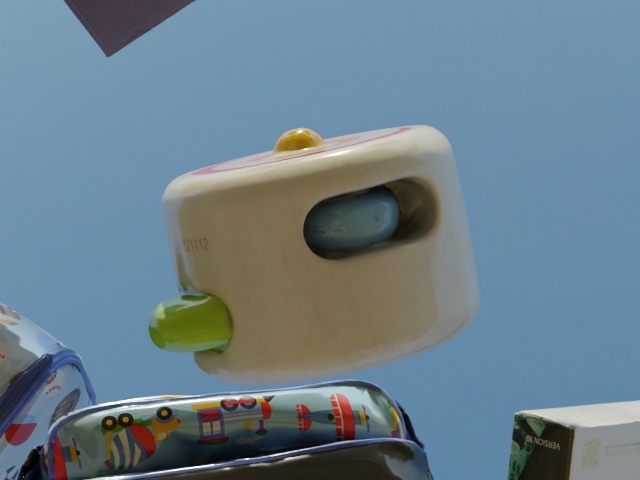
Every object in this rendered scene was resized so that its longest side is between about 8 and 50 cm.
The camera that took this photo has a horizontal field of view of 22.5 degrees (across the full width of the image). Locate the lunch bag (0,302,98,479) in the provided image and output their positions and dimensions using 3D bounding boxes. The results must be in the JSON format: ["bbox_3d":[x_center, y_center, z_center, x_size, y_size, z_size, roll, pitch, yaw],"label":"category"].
[{"bbox_3d":[-0.278,0.192,1.259,0.115,0.303,0.243,30,-111,11],"label":"lunch bag"}]

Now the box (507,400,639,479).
[{"bbox_3d":[0.211,0.276,1.146,0.058,0.232,0.322,8,-86,46],"label":"box"}]

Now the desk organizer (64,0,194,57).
[{"bbox_3d":[-0.079,-0.116,0.523,0.050,0.130,0.047,-33,-114,0],"label":"desk organizer"}]

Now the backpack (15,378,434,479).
[{"bbox_3d":[-0.034,0.143,0.567,0.158,0.173,0.117,-7,-126,-12],"label":"backpack"}]

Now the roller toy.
[{"bbox_3d":[0.000,0.000,1.028,0.191,0.209,0.146,-9,-83,21],"label":"roller toy"}]
